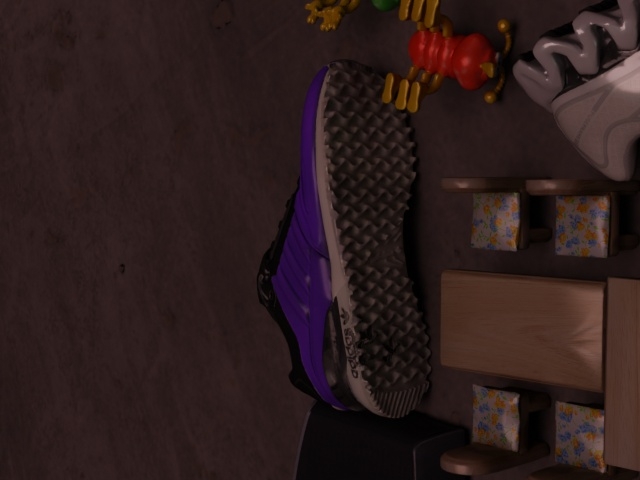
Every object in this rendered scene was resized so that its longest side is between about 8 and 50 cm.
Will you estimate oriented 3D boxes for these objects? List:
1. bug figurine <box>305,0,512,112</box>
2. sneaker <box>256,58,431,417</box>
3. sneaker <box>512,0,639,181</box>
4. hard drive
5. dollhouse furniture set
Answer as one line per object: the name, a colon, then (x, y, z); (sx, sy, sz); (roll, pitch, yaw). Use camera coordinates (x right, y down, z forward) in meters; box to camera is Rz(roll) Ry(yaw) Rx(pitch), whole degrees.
bug figurine: (0.086, -0.247, 0.887); (0.216, 0.072, 0.279); (33, 119, 45)
sneaker: (-0.001, 0.000, 0.969); (0.146, 0.102, 0.293); (-5, 89, 47)
sneaker: (0.261, -0.137, 0.707); (0.292, 0.110, 0.118); (-32, 88, 41)
hard drive: (0.040, 0.266, 0.978); (0.172, 0.054, 0.254); (11, 100, 45)
dollhouse furniture set: (0.162, 0.065, 0.763); (0.242, 0.161, 0.212); (4, 95, 46)
